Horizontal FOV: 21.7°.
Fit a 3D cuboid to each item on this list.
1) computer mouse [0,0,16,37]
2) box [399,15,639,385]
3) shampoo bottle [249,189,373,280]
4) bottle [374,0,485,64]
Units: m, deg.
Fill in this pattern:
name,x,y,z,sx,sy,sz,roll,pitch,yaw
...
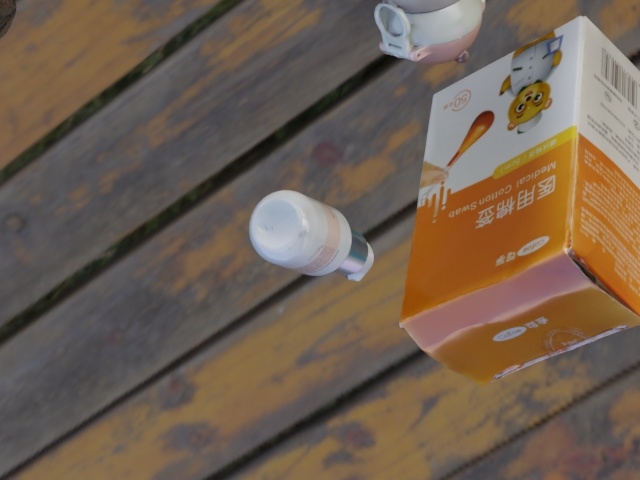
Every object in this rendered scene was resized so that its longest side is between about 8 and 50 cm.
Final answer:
name,x,y,z,sx,sy,sz,roll,pitch,yaw
computer mouse,-0.233,-0.133,1.033,0.099,0.172,0.057,-28,127,6
box,0.224,-0.039,1.759,0.225,0.341,0.143,-27,127,37
shampoo bottle,0.000,0.000,1.665,0.074,0.192,0.074,-5,79,26
bottle,0.115,-0.301,1.855,0.147,0.147,0.236,-3,128,15
